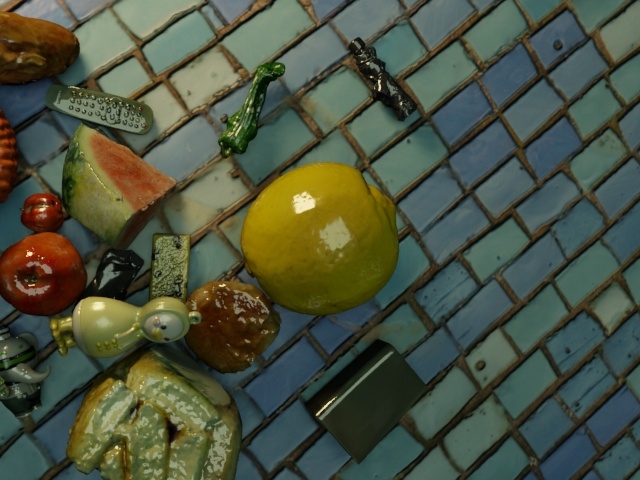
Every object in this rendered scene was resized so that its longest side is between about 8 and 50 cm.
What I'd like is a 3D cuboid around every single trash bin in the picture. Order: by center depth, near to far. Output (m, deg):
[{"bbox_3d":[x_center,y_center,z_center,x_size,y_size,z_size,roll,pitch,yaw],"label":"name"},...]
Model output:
[{"bbox_3d":[0.108,0.368,1.548,0.240,0.122,0.164,-43,100,-12],"label":"trash bin"}]

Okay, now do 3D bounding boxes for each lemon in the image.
[{"bbox_3d":[0.000,0.000,1.410,0.348,0.348,0.348,0,91,-14],"label":"lemon"}]

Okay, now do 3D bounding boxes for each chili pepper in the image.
[{"bbox_3d":[-0.158,-0.291,1.475,0.074,0.100,0.257,24,83,-19],"label":"chili pepper"}]

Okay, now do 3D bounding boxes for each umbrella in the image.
[{"bbox_3d":[0.140,-0.381,1.570,0.071,0.080,0.224,-35,97,24],"label":"umbrella"}]

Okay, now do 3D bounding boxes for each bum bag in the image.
[{"bbox_3d":[-0.463,0.106,1.433,0.087,0.049,0.198,31,83,-18],"label":"bum bag"}]

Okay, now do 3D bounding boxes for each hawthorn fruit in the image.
[{"bbox_3d":[-0.568,0.068,1.342,0.189,0.189,0.189,0,91,-14],"label":"hawthorn fruit"},{"bbox_3d":[-0.586,-0.056,1.382,0.093,0.093,0.093,0,91,-14],"label":"hawthorn fruit"}]

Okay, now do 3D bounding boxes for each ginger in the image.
[{"bbox_3d":[-0.654,-0.385,1.318,0.321,0.165,0.172,9,53,-24],"label":"ginger"}]

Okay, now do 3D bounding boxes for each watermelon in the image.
[{"bbox_3d":[-0.429,-0.107,1.377,0.310,0.232,0.193,34,83,33],"label":"watermelon"}]

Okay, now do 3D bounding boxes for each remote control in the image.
[{"bbox_3d":[-0.475,-0.284,1.425,0.222,0.042,0.072,12,88,-15],"label":"remote control"}]

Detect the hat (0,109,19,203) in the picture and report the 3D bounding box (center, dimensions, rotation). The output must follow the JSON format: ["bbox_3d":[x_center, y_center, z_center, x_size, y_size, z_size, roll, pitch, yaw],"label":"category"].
[{"bbox_3d":[-0.718,-0.170,1.186,0.285,0.400,0.285,0,92,-10],"label":"hat"}]

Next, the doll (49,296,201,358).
[{"bbox_3d":[-0.393,0.175,1.347,0.296,0.117,0.141,-4,125,1],"label":"doll"}]

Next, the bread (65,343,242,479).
[{"bbox_3d":[-0.298,0.398,1.382,0.395,0.239,0.264,35,83,-13],"label":"bread"}]

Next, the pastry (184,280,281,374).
[{"bbox_3d":[-0.197,0.192,1.450,0.218,0.100,0.229,7,106,1],"label":"pastry"}]

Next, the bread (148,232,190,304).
[{"bbox_3d":[-0.337,0.097,1.464,0.088,0.049,0.226,3,91,-15],"label":"bread"}]

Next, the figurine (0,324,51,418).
[{"bbox_3d":[-0.633,0.267,1.361,0.147,0.126,0.192,-28,101,-53],"label":"figurine"}]
